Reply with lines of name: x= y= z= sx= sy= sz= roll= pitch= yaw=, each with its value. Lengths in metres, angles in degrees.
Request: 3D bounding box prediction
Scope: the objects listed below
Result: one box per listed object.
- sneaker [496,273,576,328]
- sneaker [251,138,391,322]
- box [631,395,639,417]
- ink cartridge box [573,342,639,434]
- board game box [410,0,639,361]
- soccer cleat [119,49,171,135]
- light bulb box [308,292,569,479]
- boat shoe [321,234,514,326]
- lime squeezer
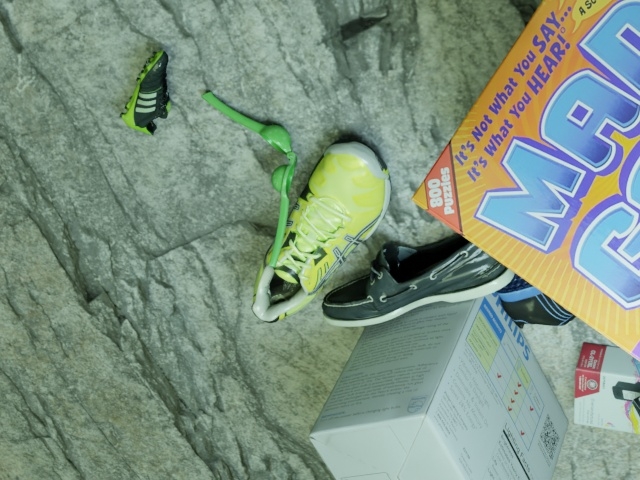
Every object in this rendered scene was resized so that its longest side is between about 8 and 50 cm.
sneaker: x=0.398 y=0.087 z=1.845 sx=0.232 sy=0.081 sz=0.090 roll=-11 pitch=122 yaw=38
sneaker: x=0.000 y=0.000 z=1.910 sx=0.145 sy=0.147 sz=0.384 roll=30 pitch=130 yaw=4
box: x=0.632 y=0.338 z=1.816 sx=0.165 sy=0.143 sz=0.270 roll=-30 pitch=122 yaw=11
ink cartridge box: x=0.514 y=0.249 z=1.911 sx=0.175 sy=0.072 sz=0.127 roll=7 pitch=126 yaw=20
board game box: x=0.398 y=-0.079 z=1.391 sx=0.356 sy=0.356 sz=0.356 roll=37 pitch=101 yaw=23
soccer cleat: x=-0.275 y=-0.245 z=1.917 sx=0.072 sy=0.060 sz=0.179 roll=27 pitch=138 yaw=-9
light bulb box: x=0.210 y=0.309 z=1.902 sx=0.225 sy=0.361 sz=0.358 roll=-14 pitch=117 yaw=33
boat shoe: x=0.141 y=0.051 z=1.899 sx=0.340 sy=0.127 sz=0.113 roll=-12 pitch=117 yaw=29
lime squeezer: x=-0.087 y=-0.118 z=1.873 sx=0.059 sy=0.110 sz=0.310 roll=132 pitch=118 yaw=-73
